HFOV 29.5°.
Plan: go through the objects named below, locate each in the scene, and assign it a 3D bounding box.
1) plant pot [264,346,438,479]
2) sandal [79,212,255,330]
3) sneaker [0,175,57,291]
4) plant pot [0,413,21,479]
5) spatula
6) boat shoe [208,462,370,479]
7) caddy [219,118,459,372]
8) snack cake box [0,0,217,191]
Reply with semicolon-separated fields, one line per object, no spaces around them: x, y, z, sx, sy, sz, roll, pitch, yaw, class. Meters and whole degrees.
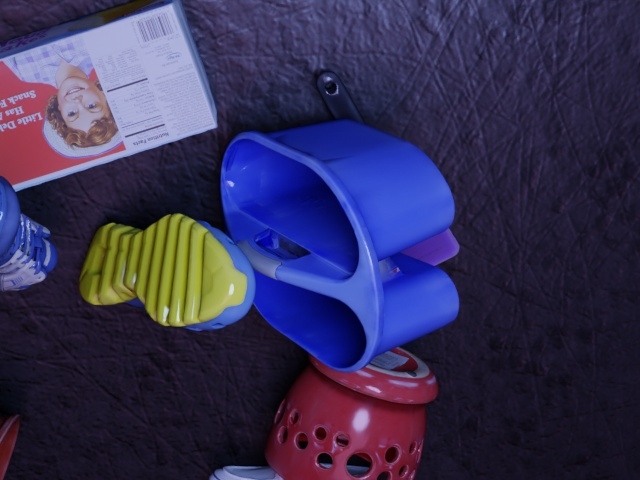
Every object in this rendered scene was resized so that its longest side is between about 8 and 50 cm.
0.042;0.215;1.507;0.191;0.191;0.174;14;102;-10;plant pot
-0.153;0.040;1.387;0.138;0.317;0.126;17;86;-33;sandal
-0.352;-0.007;1.357;0.131;0.296;0.111;11;77;-21;sneaker
-0.540;0.293;1.463;0.265;0.272;0.272;21;109;-4;plant pot
0.072;-0.079;1.467;0.084;0.030;0.296;-28;112;8;spatula
-0.035;0.313;1.604;0.226;0.083;0.075;12;100;-21;boat shoe
0.000;0.000;1.339;0.179;0.341;0.241;-18;115;-26;caddy
-0.264;-0.168;1.374;0.264;0.089;0.152;-17;114;3;snack cake box
